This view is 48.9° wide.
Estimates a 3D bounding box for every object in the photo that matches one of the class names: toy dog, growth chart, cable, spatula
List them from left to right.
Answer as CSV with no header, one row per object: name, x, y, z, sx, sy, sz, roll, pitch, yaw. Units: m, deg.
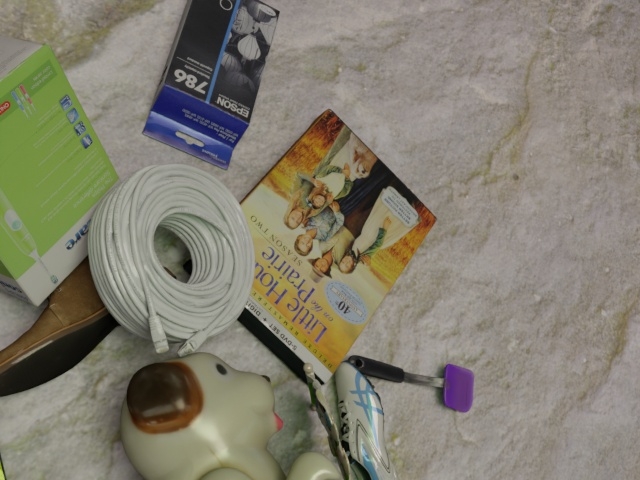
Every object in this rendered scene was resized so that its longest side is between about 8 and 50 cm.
cable,-0.203,0.020,1.003,0.257,0.089,0.257,-28,95,-51
toy dog,-0.156,0.356,0.940,0.395,0.284,0.408,-7,74,10
growth chart,0.018,0.296,1.042,0.021,0.172,0.237,-17,46,-7
spatula,0.172,0.251,1.279,0.296,0.030,0.084,17,67,-25

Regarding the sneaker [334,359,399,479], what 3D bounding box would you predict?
sneaker,0.062,0.317,1.163,0.086,0.085,0.237,-10,75,-25

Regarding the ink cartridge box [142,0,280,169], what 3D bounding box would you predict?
ink cartridge box,-0.185,-0.304,1.245,0.165,0.065,0.333,22,65,-23

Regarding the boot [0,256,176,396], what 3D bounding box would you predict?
boot,-0.356,0.102,0.995,0.115,0.112,0.305,44,49,9

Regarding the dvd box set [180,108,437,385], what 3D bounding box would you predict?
dvd box set,0.000,0.000,1.247,0.307,0.062,0.420,45,57,-9

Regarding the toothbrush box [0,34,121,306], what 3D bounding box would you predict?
toothbrush box,-0.398,-0.088,0.917,0.206,0.122,0.283,-55,146,-31

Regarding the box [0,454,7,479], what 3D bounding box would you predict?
box,-0.491,0.303,0.869,0.184,0.045,0.191,-13,79,-35
